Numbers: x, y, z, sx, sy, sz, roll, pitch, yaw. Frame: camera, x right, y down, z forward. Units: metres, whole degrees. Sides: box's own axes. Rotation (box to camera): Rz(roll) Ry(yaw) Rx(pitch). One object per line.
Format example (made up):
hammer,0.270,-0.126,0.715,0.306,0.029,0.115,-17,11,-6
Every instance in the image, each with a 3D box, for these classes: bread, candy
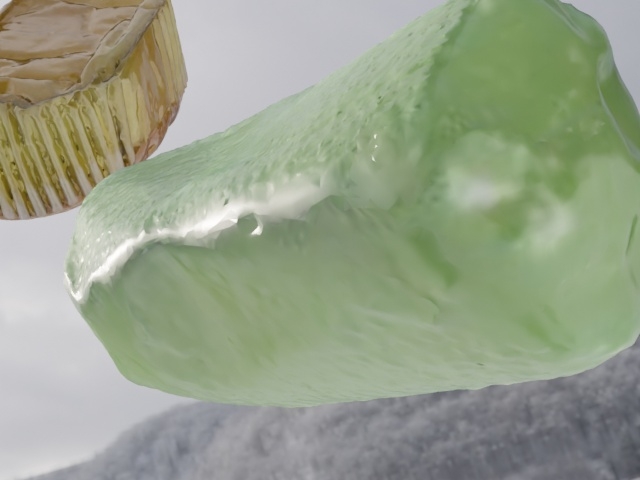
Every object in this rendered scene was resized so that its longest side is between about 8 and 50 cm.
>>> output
bread,-0.213,-0.124,0.978,0.179,0.250,0.133,0,-52,17
candy,0.000,0.000,0.534,0.142,0.132,0.343,36,-27,-26
